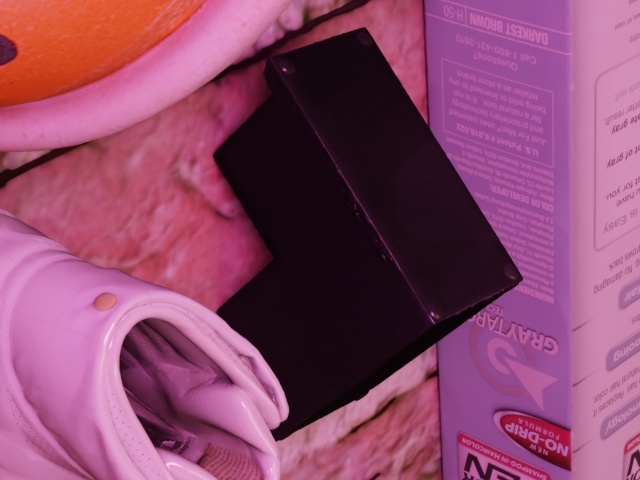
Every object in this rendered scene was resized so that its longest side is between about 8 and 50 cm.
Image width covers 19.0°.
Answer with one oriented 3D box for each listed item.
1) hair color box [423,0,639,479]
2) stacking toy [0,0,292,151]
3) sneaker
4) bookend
[{"bbox_3d":[0.167,-0.019,1.176,0.185,0.114,0.374,-29,126,-38],"label":"hair color box"},{"bbox_3d":[-0.233,-0.167,0.435,0.480,0.351,0.350,-15,118,-49],"label":"stacking toy"},{"bbox_3d":[-0.084,0.115,0.903,0.108,0.169,0.292,-50,139,-24],"label":"sneaker"},{"bbox_3d":[0.000,0.000,1.007,0.072,0.156,0.157,-23,167,-42],"label":"bookend"}]
